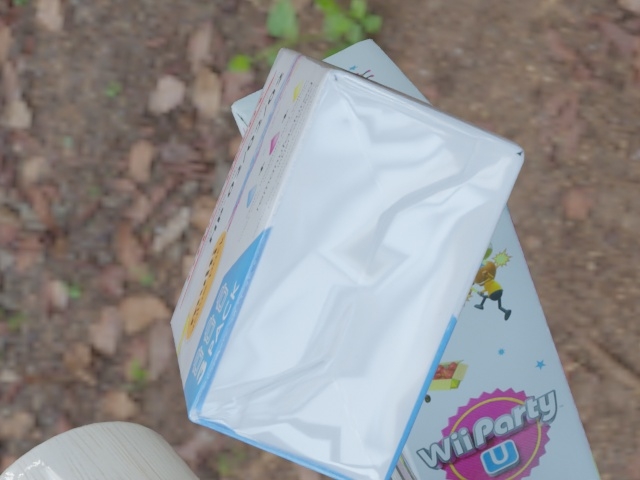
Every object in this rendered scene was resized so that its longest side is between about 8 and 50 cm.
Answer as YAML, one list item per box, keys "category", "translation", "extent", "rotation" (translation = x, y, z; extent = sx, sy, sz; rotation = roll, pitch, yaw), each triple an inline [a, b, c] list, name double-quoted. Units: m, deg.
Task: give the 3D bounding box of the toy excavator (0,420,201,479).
- category: "toy excavator"
  translation: [-0.061, 0.327, 1.235]
  extent: [0.222, 0.445, 0.433]
  rotation: [43, 114, 42]

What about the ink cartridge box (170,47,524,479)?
- category: "ink cartridge box"
  translation: [0.000, 0.000, 0.616]
  extent: [0.181, 0.061, 0.104]
  rotation: [-129, 62, -80]

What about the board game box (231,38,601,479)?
- category: "board game box"
  translation: [0.067, 0.070, 1.093]
  extent: [0.224, 0.097, 0.303]
  rotation: [-122, 8, -61]
